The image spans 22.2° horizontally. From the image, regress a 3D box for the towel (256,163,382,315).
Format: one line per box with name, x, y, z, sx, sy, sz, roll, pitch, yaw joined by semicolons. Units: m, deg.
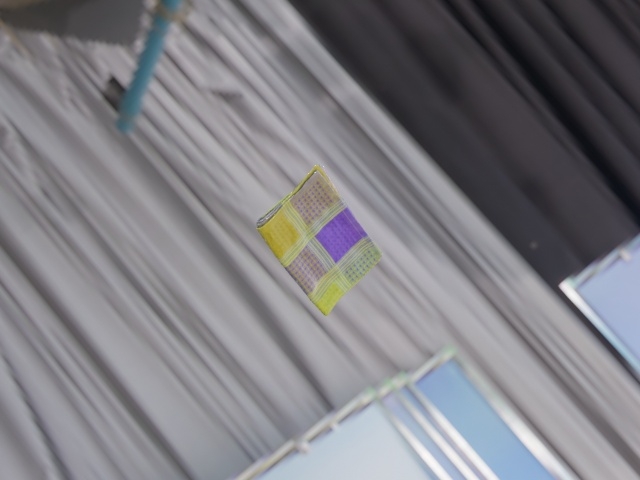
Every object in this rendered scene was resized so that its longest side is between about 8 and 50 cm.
towel;0.000;0.000;1.028;0.060;0.083;0.009;-44;27;-18
